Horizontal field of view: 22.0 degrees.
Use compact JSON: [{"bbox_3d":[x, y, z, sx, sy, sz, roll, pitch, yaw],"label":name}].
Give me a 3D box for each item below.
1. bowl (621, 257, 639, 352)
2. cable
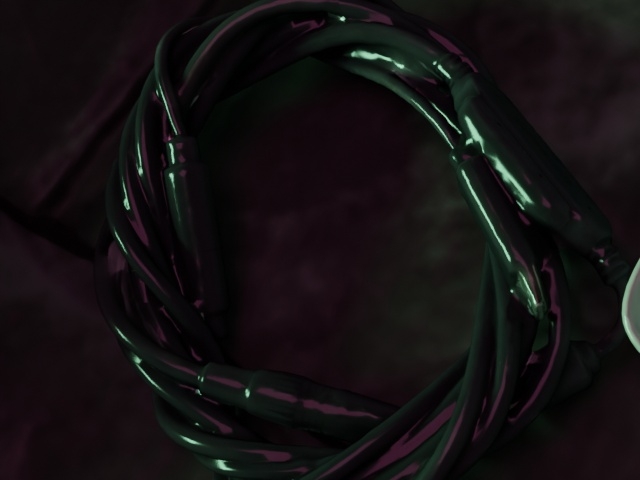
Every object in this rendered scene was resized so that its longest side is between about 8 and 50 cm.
[{"bbox_3d":[0.172,0.013,0.444,0.142,0.053,0.142,36,85,28],"label":"bowl"},{"bbox_3d":[0.000,0.000,0.522,0.150,0.047,0.184,-40,65,7],"label":"cable"}]
